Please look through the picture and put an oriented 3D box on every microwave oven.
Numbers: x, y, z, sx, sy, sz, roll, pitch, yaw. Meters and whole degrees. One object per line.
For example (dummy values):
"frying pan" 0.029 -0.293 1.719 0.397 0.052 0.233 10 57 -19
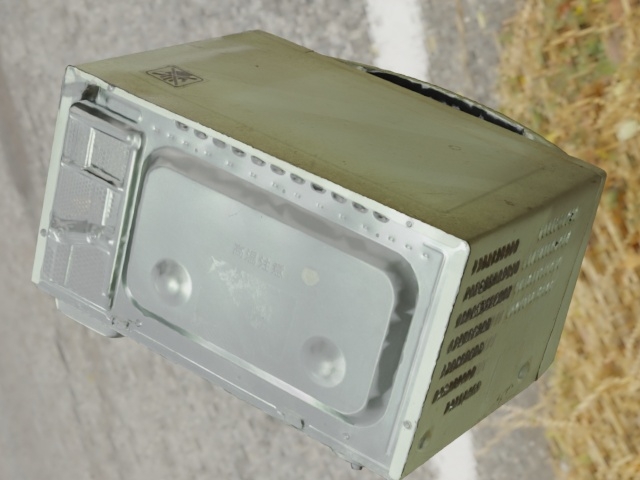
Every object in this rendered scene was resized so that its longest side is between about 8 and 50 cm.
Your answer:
"microwave oven" 0.000 0.000 1.230 0.394 0.333 0.247 26 118 26
